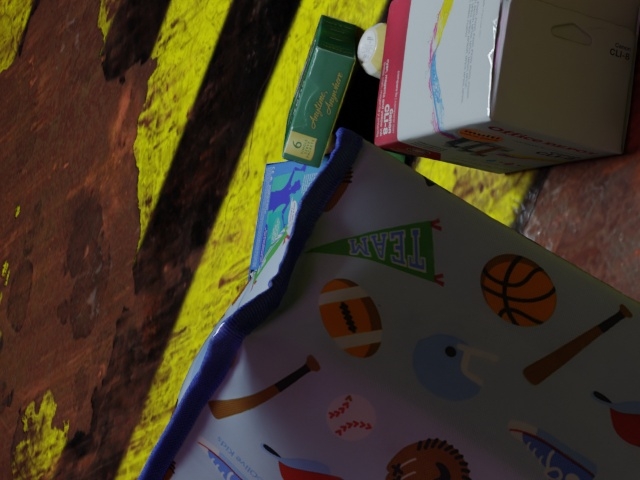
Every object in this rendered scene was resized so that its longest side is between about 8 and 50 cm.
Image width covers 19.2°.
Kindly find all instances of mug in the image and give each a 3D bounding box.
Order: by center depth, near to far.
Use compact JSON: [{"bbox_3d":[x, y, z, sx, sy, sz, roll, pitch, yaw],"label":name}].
[{"bbox_3d":[0.073,-0.172,1.709,0.078,0.064,0.062,-51,37,42],"label":"mug"}]

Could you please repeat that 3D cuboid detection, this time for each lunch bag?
[{"bbox_3d":[0.049,0.174,1.272,0.239,0.328,0.385,-57,0,-38],"label":"lunch bag"}]

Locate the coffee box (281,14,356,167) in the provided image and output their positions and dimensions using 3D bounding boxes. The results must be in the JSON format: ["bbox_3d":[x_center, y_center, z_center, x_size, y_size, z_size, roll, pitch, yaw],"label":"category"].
[{"bbox_3d":[0.000,-0.143,1.794,0.184,0.040,0.113,-86,15,-75],"label":"coffee box"}]

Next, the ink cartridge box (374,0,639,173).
[{"bbox_3d":[0.144,-0.131,1.480,0.176,0.128,0.127,-9,72,62],"label":"ink cartridge box"}]

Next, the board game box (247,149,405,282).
[{"bbox_3d":[0.000,0.000,1.799,0.210,0.047,0.160,-4,75,63],"label":"board game box"}]
